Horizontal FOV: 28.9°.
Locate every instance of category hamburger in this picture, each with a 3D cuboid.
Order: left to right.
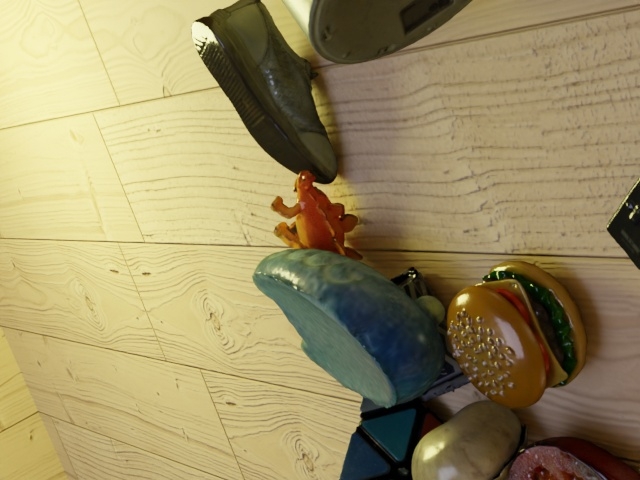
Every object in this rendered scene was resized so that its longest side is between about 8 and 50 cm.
[{"bbox_3d":[0.212,0.102,1.358,0.162,0.115,0.162,38,142,38],"label":"hamburger"}]

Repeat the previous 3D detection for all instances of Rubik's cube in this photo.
[{"bbox_3d":[0.153,0.343,1.707,0.250,0.284,0.234,9,160,9],"label":"Rubik's cube"}]

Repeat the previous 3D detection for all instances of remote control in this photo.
[{"bbox_3d":[0.328,-0.060,1.134,0.063,0.025,0.245,51,149,20],"label":"remote control"}]

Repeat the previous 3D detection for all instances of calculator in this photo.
[{"bbox_3d":[0.107,0.140,1.647,0.166,0.028,0.274,57,152,3],"label":"calculator"}]

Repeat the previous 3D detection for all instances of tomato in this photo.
[{"bbox_3d":[0.313,0.314,1.409,0.225,0.085,0.225,35,137,41],"label":"tomato"}]

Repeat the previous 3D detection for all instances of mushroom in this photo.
[{"bbox_3d":[0.186,0.268,1.513,0.122,0.154,0.154,47,150,-3],"label":"mushroom"}]

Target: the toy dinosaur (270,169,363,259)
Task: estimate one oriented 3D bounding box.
[{"bbox_3d":[0.000,0.000,1.654,0.117,0.070,0.288,28,152,18],"label":"toy dinosaur"}]

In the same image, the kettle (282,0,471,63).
[{"bbox_3d":[0.002,-0.371,1.226,0.377,0.250,0.361,54,178,19],"label":"kettle"}]

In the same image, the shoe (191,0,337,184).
[{"bbox_3d":[-0.051,-0.186,1.561,0.103,0.098,0.275,24,152,55],"label":"shoe"}]

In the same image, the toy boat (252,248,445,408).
[{"bbox_3d":[0.048,0.092,1.566,0.215,0.123,0.330,57,163,-20],"label":"toy boat"}]
